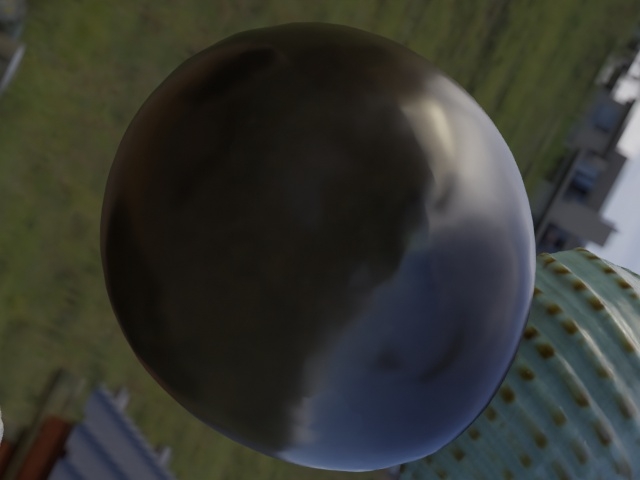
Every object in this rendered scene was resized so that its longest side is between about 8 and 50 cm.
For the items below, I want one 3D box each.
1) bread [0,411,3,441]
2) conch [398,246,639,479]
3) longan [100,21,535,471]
[{"bbox_3d":[-0.411,0.158,1.089,0.279,0.371,0.390,-23,-145,8],"label":"bread"},{"bbox_3d":[0.226,0.173,1.334,0.319,0.215,0.303,-34,124,-36],"label":"conch"},{"bbox_3d":[0.000,0.000,0.925,0.258,0.258,0.258,-62,-174,11],"label":"longan"}]
